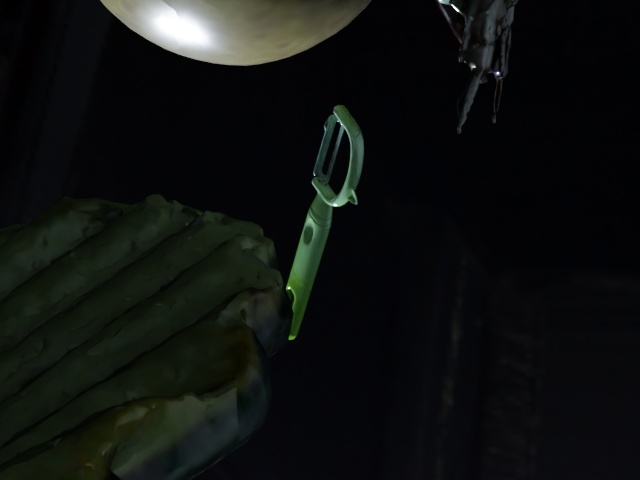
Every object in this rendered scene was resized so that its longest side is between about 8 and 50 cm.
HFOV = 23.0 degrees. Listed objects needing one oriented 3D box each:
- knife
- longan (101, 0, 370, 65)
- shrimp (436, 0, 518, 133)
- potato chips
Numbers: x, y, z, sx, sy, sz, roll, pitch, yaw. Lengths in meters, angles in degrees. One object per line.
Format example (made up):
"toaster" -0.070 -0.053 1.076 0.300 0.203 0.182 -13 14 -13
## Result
"knife" 0.001 0.000 1.159 0.015 0.054 0.212 -11 -44 -31
"longan" -0.062 -0.229 1.056 0.246 0.246 0.215 56 -146 -53
"shrimp" 0.113 -0.267 0.792 0.221 0.166 0.410 -10 -86 -64
"potato chips" -0.189 0.090 0.602 0.429 0.358 0.070 -32 -71 -28
